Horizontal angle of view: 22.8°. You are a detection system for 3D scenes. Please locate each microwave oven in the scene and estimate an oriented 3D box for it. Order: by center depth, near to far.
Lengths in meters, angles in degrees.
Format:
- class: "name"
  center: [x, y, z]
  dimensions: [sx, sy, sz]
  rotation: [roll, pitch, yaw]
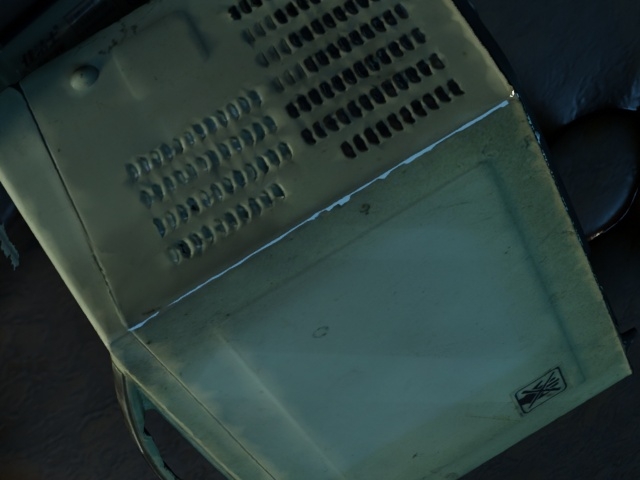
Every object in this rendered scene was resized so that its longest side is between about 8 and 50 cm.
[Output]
- class: "microwave oven"
  center: [0.000, 0.000, 1.100]
  dimensions: [0.333, 0.247, 0.394]
  rotation: [-32, 145, 1]

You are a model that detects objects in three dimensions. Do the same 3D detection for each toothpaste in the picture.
- class: "toothpaste"
  center: [-0.130, -0.176, 1.077]
  dimensions: [0.268, 0.047, 0.069]
  rotation: [-41, 121, -8]

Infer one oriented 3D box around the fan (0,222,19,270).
- class: "fan"
  center: [-0.251, -0.060, 1.030]
  dimensions: [0.009, 0.191, 0.329]
  rotation: [1, 154, 11]
